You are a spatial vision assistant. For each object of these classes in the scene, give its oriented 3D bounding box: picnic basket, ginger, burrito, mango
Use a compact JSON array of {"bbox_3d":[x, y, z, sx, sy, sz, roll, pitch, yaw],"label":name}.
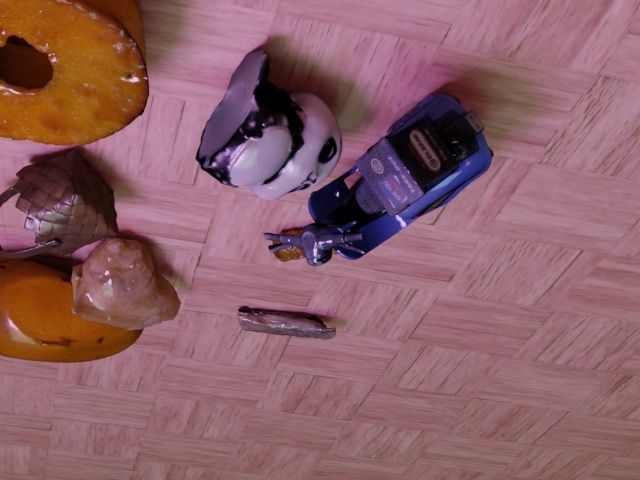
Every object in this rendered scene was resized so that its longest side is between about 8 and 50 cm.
[{"bbox_3d":[-0.386,-0.039,1.668,0.179,0.128,0.138,-23,142,9],"label":"picnic basket"},{"bbox_3d":[-0.284,0.060,1.866,0.193,0.115,0.122,14,133,-40],"label":"ginger"},{"bbox_3d":[-0.058,0.144,2.042,0.171,0.042,0.051,5,160,0],"label":"burrito"},{"bbox_3d":[-0.428,0.121,1.915,0.290,0.159,0.191,13,167,-23],"label":"mango"}]

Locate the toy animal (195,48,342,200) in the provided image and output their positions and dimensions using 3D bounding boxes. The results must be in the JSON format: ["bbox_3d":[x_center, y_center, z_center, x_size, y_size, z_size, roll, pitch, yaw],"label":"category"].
[{"bbox_3d":[-0.050,-0.131,1.470,0.179,0.138,0.166,21,127,-40],"label":"toy animal"}]

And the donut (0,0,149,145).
[{"bbox_3d":[-0.330,-0.230,1.360,0.303,0.110,0.303,4,150,3],"label":"donut"}]

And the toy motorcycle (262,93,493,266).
[{"bbox_3d":[0.076,-0.065,1.526,0.213,0.125,0.358,-32,176,-32],"label":"toy motorcycle"}]

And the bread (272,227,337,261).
[{"bbox_3d":[0.000,0.000,1.785,0.157,0.044,0.052,-10,142,21],"label":"bread"}]
